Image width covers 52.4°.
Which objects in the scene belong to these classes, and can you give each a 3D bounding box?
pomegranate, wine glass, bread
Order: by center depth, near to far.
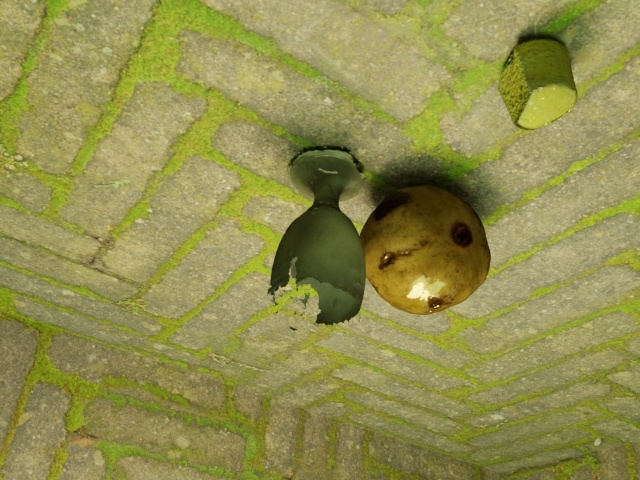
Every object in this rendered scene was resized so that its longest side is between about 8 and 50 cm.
[{"bbox_3d":[0.366,-0.259,1.085,0.111,0.114,0.129,-1,149,0],"label":"bread"},{"bbox_3d":[0.003,-0.004,1.307,0.191,0.356,0.190,5,149,3],"label":"wine glass"},{"bbox_3d":[0.221,0.018,1.387,0.282,0.281,0.281,5,146,3],"label":"pomegranate"}]
